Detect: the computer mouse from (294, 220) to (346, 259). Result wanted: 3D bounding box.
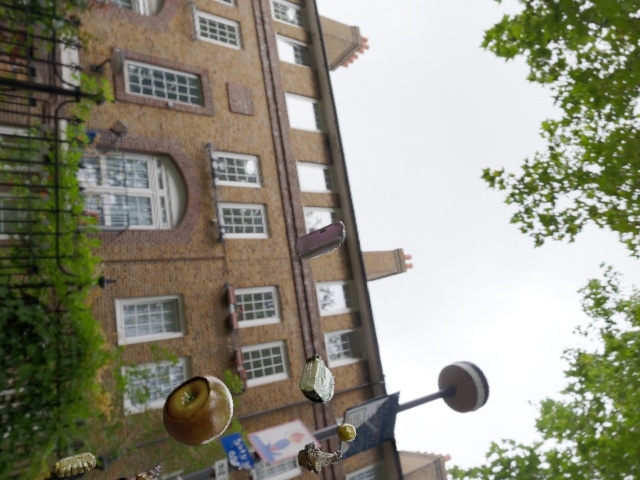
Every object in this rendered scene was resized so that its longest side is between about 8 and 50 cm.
[{"bbox_3d":[0.000,0.000,1.996,0.245,0.056,0.126,-24,-126,16],"label":"computer mouse"}]

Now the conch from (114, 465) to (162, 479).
[{"bbox_3d":[-0.430,0.555,0.953,0.233,0.086,0.080,-48,-154,-10],"label":"conch"}]

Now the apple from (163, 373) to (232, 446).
[{"bbox_3d":[-0.423,0.582,1.608,0.237,0.237,0.208,23,-49,50],"label":"apple"}]

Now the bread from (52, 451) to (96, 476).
[{"bbox_3d":[-0.561,0.515,1.056,0.049,0.088,0.034,25,-72,47],"label":"bread"}]

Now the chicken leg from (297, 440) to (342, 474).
[{"bbox_3d":[-0.004,0.952,2.015,0.125,0.196,0.080,-68,-168,-18],"label":"chicken leg"}]

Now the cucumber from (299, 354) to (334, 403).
[{"bbox_3d":[-0.021,0.626,2.005,0.105,0.325,0.145,-35,-85,6],"label":"cucumber"}]

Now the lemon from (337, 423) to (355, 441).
[{"bbox_3d":[0.098,0.713,1.715,0.065,0.092,0.065,-27,-138,27],"label":"lemon"}]
